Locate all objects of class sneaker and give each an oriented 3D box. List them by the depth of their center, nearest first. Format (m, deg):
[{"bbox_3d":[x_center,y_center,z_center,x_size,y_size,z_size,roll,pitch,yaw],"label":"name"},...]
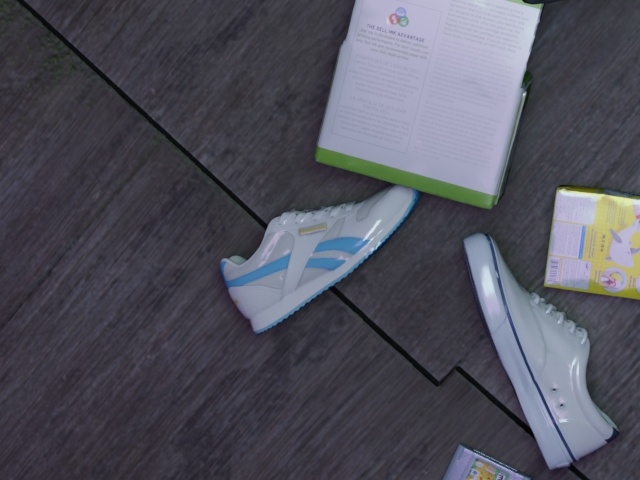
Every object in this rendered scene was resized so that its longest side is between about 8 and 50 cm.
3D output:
[{"bbox_3d":[0.222,0.101,1.907,0.091,0.094,0.258,-24,100,2],"label":"sneaker"},{"bbox_3d":[0.000,0.000,1.930,0.229,0.087,0.092,-35,88,11],"label":"sneaker"}]

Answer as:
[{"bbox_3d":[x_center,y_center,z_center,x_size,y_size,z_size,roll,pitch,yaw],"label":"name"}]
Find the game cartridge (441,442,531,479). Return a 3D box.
[{"bbox_3d":[0.171,0.253,1.965,0.083,0.017,0.056,25,105,7],"label":"game cartridge"}]

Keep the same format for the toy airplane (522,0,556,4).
[{"bbox_3d":[0.362,-0.329,1.675,0.384,0.272,0.386,35,116,2],"label":"toy airplane"}]

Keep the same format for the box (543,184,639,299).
[{"bbox_3d":[0.320,0.006,1.892,0.179,0.043,0.105,9,98,12],"label":"box"}]

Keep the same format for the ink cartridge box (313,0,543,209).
[{"bbox_3d":[0.119,-0.181,1.867,0.189,0.097,0.255,16,105,8],"label":"ink cartridge box"}]

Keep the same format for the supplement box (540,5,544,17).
[{"bbox_3d":[0.187,-0.268,1.874,0.083,0.056,0.083,16,100,9],"label":"supplement box"}]
